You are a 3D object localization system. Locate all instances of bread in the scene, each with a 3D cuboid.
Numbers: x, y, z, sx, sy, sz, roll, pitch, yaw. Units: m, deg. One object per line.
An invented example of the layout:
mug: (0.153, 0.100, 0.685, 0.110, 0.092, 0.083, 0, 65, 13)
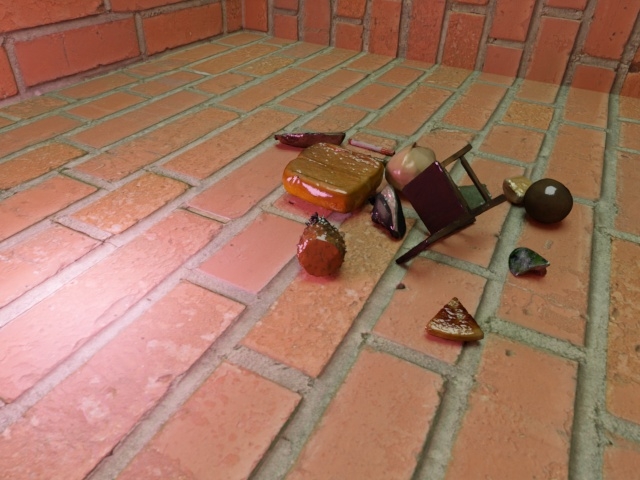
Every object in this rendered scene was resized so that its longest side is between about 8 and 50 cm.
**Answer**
bread: (0.372, 0.228, 1.293, 0.135, 0.054, 0.154, 25, 47, 31)
bread: (0.779, -0.194, 1.898, 0.105, 0.082, 0.125, -16, 48, -8)
bread: (0.042, -0.224, 1.838, 0.336, 0.148, 0.328, 20, 43, 20)

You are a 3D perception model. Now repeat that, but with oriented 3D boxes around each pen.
pen: (0.236, -0.432, 2.239, 0.238, 0.028, 0.028, 22, 39, 25)

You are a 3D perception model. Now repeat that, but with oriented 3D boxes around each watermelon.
watermelon: (0.648, 0.071, 1.544, 0.101, 0.080, 0.155, -34, 40, 9)

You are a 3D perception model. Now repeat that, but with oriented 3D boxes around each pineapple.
pineapple: (0.000, 0.000, 1.536, 0.157, 0.158, 0.279, 2, 22, -1)

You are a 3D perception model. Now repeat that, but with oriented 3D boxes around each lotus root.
lotus root: (-0.048, -0.459, 2.227, 0.328, 0.078, 0.167, -2, 12, -4)

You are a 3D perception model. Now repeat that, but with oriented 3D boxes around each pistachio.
pistachio: (0.364, -0.292, 1.915, 0.187, 0.188, 0.299, 19, 34, 22)

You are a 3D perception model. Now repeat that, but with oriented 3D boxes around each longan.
longan: (0.829, -0.145, 1.760, 0.167, 0.168, 0.187, 31, 43, 34)

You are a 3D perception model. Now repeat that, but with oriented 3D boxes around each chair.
chair: (0.378, -0.126, 1.603, 0.415, 0.203, 0.241, -24, 81, -33)

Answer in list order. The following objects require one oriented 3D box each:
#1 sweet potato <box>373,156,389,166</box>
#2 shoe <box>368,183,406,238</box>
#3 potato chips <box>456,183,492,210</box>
sweet potato: (0.262, -0.341, 2.106, 0.153, 0.038, 0.041, 2, 58, -4)
shoe: (0.233, -0.093, 1.714, 0.112, 0.099, 0.228, -19, 51, 22)
potato chips: (0.583, -0.186, 1.878, 0.166, 0.059, 0.228, 15, 34, -8)
